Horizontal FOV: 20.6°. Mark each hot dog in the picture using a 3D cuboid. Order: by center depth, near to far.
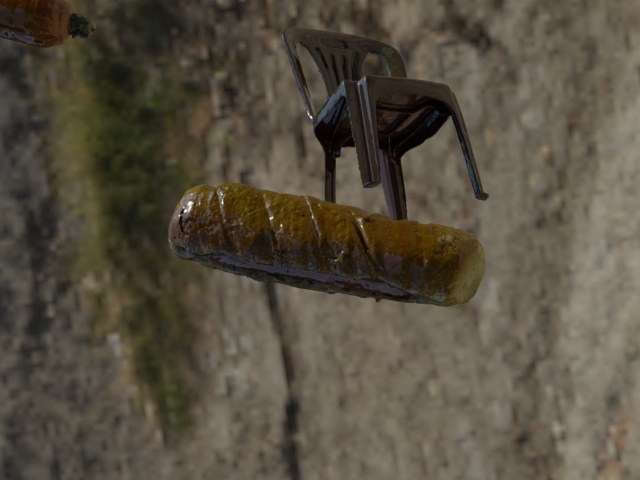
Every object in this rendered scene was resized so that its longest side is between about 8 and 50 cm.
[{"bbox_3d":[0.001,0.001,1.479,0.061,0.286,0.088,70,-147,-51],"label":"hot dog"}]

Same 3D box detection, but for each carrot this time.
[{"bbox_3d":[-0.436,-0.286,2.172,0.069,0.336,0.069,9,-90,-81],"label":"carrot"}]

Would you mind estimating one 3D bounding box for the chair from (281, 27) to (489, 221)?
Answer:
[{"bbox_3d":[0.071,-0.165,2.173,0.183,0.175,0.326,-46,47,53],"label":"chair"}]
